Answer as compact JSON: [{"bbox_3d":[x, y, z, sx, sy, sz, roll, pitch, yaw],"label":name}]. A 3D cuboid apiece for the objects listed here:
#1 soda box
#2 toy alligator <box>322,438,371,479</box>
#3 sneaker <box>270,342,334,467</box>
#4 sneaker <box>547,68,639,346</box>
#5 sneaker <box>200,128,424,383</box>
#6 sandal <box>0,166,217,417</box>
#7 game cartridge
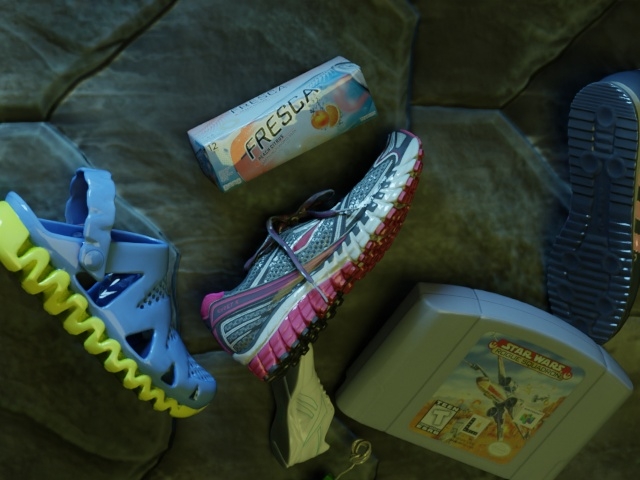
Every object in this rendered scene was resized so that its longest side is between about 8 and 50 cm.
[{"bbox_3d":[-0.039,-0.118,1.834,0.183,0.063,0.058,-28,115,-11],"label":"soda box"},{"bbox_3d":[-0.009,0.293,1.992,0.189,0.056,0.051,-44,159,-4],"label":"toy alligator"},{"bbox_3d":[-0.018,0.169,1.949,0.061,0.053,0.152,-10,117,-28],"label":"sneaker"},{"bbox_3d":[0.333,-0.036,1.990,0.131,0.112,0.319,-27,132,-46],"label":"sneaker"},{"bbox_3d":[0.000,0.000,1.866,0.112,0.121,0.299,38,80,10],"label":"sneaker"},{"bbox_3d":[-0.198,0.049,1.798,0.138,0.126,0.317,-44,118,-8],"label":"sandal"},{"bbox_3d":[0.189,0.157,1.985,0.297,0.062,0.198,23,123,-26],"label":"game cartridge"}]
